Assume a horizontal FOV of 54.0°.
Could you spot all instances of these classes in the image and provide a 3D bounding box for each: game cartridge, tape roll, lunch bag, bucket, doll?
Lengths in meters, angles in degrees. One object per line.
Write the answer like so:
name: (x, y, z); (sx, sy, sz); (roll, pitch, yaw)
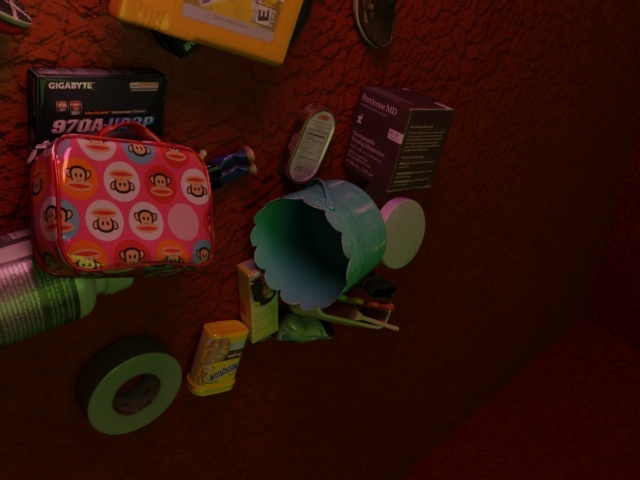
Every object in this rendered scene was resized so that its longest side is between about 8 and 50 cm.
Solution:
game cartridge: (-0.146, -0.446, 0.986); (0.324, 0.053, 0.285); (0, 117, -48)
tape roll: (-0.421, 0.320, 1.391); (0.219, 0.072, 0.219); (-25, 133, -31)
lunch bag: (-0.317, -0.069, 1.031); (0.293, 0.120, 0.258); (2, 78, -47)
bucket: (0.000, 0.000, 1.411); (0.183, 0.281, 0.281); (-31, 138, -46)
doll: (-0.223, -0.133, 1.272); (0.189, 0.046, 0.129); (-28, 145, -19)

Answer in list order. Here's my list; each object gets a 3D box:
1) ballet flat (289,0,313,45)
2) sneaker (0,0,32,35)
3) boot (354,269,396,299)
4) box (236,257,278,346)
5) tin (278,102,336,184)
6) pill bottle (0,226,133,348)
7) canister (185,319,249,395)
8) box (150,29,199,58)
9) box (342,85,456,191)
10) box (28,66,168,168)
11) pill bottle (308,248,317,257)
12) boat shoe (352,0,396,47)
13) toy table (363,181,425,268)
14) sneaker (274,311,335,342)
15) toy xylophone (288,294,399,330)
ballet flat: (-0.038, -0.492, 1.190); (0.084, 0.058, 0.249); (-57, 170, -64)
sneaker: (-0.527, -0.312, 0.811); (0.279, 0.107, 0.118); (5, 133, -44)
boot: (0.091, 0.096, 1.669); (0.247, 0.161, 0.083); (7, 112, -48)
box: (-0.153, 0.149, 1.546); (0.087, 0.058, 0.232); (-26, 134, -31)
tin: (-0.028, -0.215, 1.418); (0.106, 0.040, 0.189); (3, 115, -51)
pill bottle: (-0.490, 0.071, 1.050); (0.319, 0.176, 0.176); (-22, 132, -33)
canister: (-0.251, 0.284, 1.537); (0.126, 0.073, 0.169); (-1, 117, -45)
box: (-0.218, -0.420, 1.037); (0.180, 0.077, 0.147); (-45, 141, -11)
box: (0.184, -0.245, 1.501); (0.167, 0.168, 0.203); (-10, 125, -40)
box: (-0.375, -0.200, 1.063); (0.220, 0.051, 0.175); (-11, 126, -40)
pill bottle: (-0.064, 0.073, 1.571); (0.120, 0.067, 0.067); (-42, 140, -14)
boat shoe: (0.120, -0.506, 1.300); (0.095, 0.095, 0.257); (-41, 140, -16)
toy table: (0.148, -0.044, 1.596); (0.252, 0.161, 0.274); (-57, 150, -12)
sneaker: (-0.043, 0.242, 1.721); (0.086, 0.085, 0.237); (-38, 151, 24)
toy xylophone: (0.073, 0.178, 1.659); (0.323, 0.236, 0.081); (21, 75, -49)
